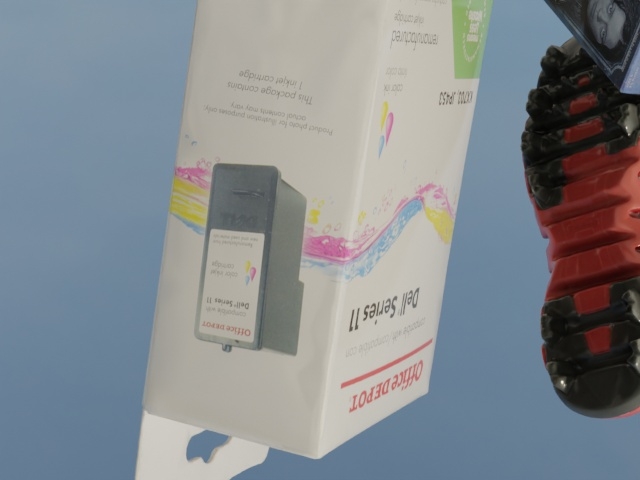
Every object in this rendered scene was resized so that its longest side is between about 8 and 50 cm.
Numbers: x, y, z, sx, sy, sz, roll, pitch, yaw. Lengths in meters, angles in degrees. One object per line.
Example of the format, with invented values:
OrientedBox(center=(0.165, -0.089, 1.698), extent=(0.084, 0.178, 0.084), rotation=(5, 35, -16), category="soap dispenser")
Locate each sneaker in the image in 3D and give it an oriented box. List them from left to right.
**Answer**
OrientedBox(center=(0.204, -0.011, 1.025), extent=(0.098, 0.276, 0.135), rotation=(-16, 157, 37), category="sneaker")

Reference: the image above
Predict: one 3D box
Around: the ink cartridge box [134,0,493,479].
OrientedBox(center=(0.000, 0.000, 0.927), extent=(0.119, 0.353, 0.207), rotation=(12, -169, 21), category="ink cartridge box")

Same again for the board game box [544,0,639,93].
OrientedBox(center=(0.199, -0.231, 0.902), extent=(0.042, 0.243, 0.165), rotation=(1, -144, -22), category="board game box")
